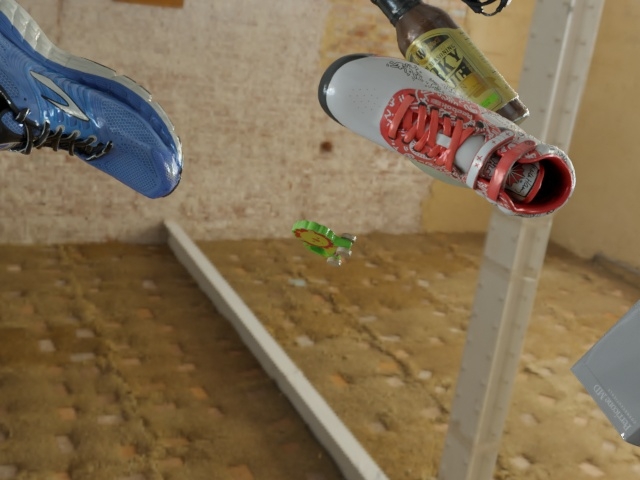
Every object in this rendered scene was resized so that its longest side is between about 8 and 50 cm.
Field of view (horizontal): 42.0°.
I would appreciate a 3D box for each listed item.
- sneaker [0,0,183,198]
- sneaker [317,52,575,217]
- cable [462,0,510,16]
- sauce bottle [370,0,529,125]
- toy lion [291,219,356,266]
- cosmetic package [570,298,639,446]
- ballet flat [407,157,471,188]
[{"bbox_3d":[-0.300,-0.131,0.896,0.330,0.130,0.147,33,-130,-25],"label":"sneaker"},{"bbox_3d":[0.136,-0.105,0.838,0.270,0.090,0.145,21,-165,-27],"label":"sneaker"},{"bbox_3d":[0.259,-0.450,1.299,0.150,0.184,0.047,32,174,-1],"label":"cable"},{"bbox_3d":[0.207,-0.313,1.418,0.344,0.111,0.111,51,-150,7],"label":"sauce bottle"},{"bbox_3d":[0.000,0.000,1.278,0.096,0.034,0.100,22,161,-6],"label":"toy lion"},{"bbox_3d":[0.429,0.126,0.982,0.107,0.238,0.127,27,-160,-36],"label":"cosmetic package"},{"bbox_3d":[0.133,-0.146,1.101,0.248,0.086,0.086,29,-160,-1],"label":"ballet flat"}]
